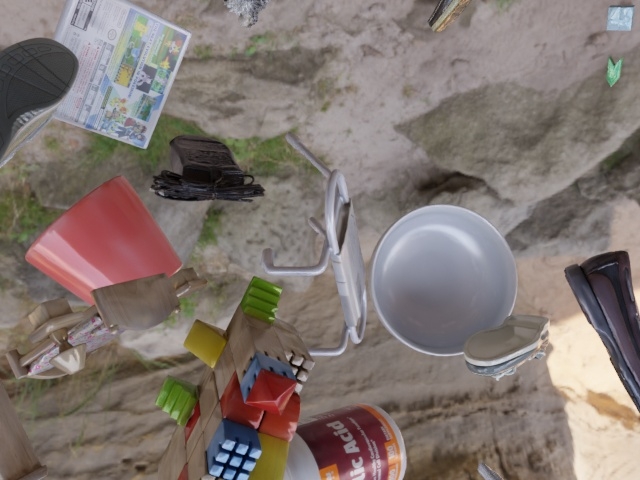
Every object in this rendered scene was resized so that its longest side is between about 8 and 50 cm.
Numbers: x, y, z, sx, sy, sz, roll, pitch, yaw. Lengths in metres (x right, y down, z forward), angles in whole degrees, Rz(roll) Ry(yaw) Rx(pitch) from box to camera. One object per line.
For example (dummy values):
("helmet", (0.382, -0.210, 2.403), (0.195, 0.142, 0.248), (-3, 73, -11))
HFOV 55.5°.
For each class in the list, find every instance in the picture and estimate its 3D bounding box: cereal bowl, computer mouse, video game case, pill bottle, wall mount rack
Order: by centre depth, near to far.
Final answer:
("wall mount rack", (0.000, 0.000, 0.975), (0.131, 0.304, 0.349), (0, 137, 13))
("computer mouse", (-0.216, -0.119, 1.104), (0.189, 0.272, 0.072), (4, 116, -19))
("pill bottle", (-0.014, 0.505, 1.349), (0.393, 0.223, 0.224), (-2, 155, -43))
("cereal bowl", (0.269, 0.090, 1.406), (0.340, 0.338, 0.141), (-4, 175, -4))
("video game case", (-0.511, -0.424, 1.500), (0.300, 0.036, 0.328), (17, 103, -40))

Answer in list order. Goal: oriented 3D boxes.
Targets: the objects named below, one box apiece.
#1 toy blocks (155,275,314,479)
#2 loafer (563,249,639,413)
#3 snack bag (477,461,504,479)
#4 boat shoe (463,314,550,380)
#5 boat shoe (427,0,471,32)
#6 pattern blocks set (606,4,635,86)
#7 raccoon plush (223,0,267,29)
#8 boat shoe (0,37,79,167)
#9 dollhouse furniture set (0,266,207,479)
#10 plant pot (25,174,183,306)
("toy blocks", (-0.117, 0.267, 0.823), (0.191, 0.381, 0.261), (25, -174, -18))
("loafer", (0.471, 0.155, 0.898), (0.095, 0.302, 0.109), (-29, -175, 17))
("snack bag", (0.375, 0.480, 0.841), (0.037, 0.342, 0.323), (-40, -172, -4))
("boat shoe", (0.365, 0.218, 1.163), (0.116, 0.098, 0.320), (5, -171, 34))
("boat shoe", (0.265, -0.493, 1.126), (0.080, 0.073, 0.223), (-38, 170, -49))
("pattern blocks set", (0.709, -0.359, 1.142), (0.325, 0.026, 0.285), (4, 125, 38))
("raccoon plush", (-0.081, -0.603, 1.436), (0.447, 0.216, 0.299), (28, 171, 15))
("boat shoe", (-0.516, -0.208, 0.999), (0.118, 0.320, 0.103), (34, 148, -23))
("dollhouse furniture set", (-0.335, 0.202, 0.822), (0.303, 0.173, 0.356), (-32, 172, 25))
("plant pot", (-0.462, 0.033, 1.359), (0.243, 0.275, 0.275), (48, 131, -9))
